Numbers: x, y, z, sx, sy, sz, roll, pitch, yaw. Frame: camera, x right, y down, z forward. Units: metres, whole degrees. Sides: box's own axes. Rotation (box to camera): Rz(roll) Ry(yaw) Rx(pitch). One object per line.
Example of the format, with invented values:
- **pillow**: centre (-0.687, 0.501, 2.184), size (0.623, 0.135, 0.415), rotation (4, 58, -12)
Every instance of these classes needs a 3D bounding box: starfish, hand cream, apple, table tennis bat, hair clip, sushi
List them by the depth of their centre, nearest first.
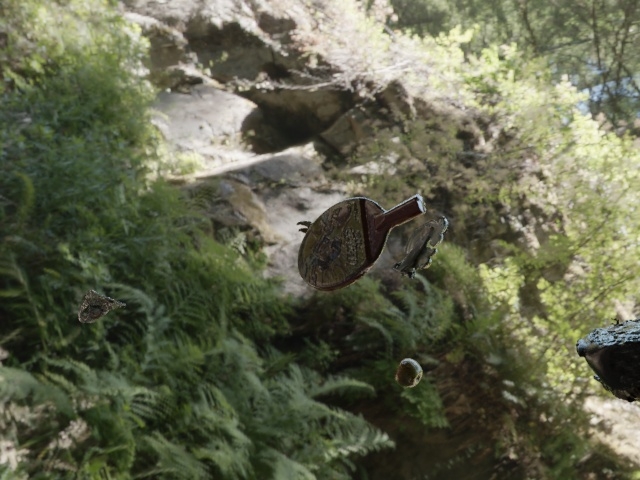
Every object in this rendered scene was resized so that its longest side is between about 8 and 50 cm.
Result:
- **hand cream**: centre (-0.510, 0.150, 1.424), size (0.257, 0.084, 0.050), rotation (-30, -146, 55)
- **sushi**: centre (0.781, 0.311, 1.530), size (0.225, 0.238, 0.219), rotation (-23, -84, 42)
- **hair clip**: centre (0.246, 0.013, 1.536), size (0.172, 0.049, 0.116), rotation (-59, -150, -5)
- **table tennis bat**: centre (0.100, -0.012, 1.679), size (0.414, 0.051, 0.268), rotation (-27, -130, 30)
- **apple**: centre (0.267, 0.406, 1.903), size (0.074, 0.089, 0.090), rotation (24, -52, 32)
- **starfish**: centre (0.001, -0.002, 2.351), size (0.238, 0.071, 0.216), rotation (26, -23, 47)
